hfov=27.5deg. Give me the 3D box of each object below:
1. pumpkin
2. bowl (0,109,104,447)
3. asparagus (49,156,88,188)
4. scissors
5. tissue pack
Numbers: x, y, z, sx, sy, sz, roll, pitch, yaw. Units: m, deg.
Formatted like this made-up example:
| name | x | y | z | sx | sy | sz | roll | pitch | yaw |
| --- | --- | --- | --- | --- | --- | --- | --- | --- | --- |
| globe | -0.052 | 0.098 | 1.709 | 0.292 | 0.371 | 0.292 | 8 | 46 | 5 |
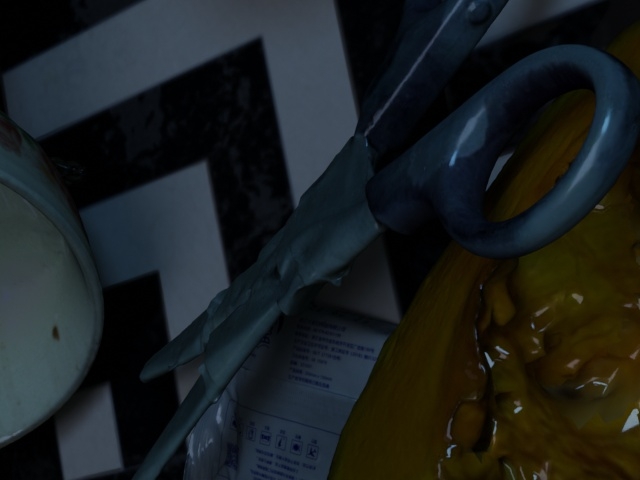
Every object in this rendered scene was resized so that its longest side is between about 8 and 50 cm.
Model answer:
| name | x | y | z | sx | sy | sz | roll | pitch | yaw |
| --- | --- | --- | --- | --- | --- | --- | --- | --- | --- |
| pumpkin | 0.130 | 0.060 | 0.564 | 0.312 | 0.169 | 0.148 | -59 | 15 | 18 |
| bowl | -0.270 | 0.003 | 0.777 | 0.277 | 0.277 | 0.145 | -43 | 37 | 28 |
| asparagus | -0.243 | -0.038 | 0.886 | 0.248 | 0.024 | 0.025 | -4 | 90 | 36 |
| scissors | 0.000 | 0.000 | 0.637 | 0.383 | 0.029 | 0.256 | -48 | 29 | 30 |
| tissue pack | 0.009 | 0.094 | 0.690 | 0.193 | 0.026 | 0.122 | 10 | 94 | 37 |
